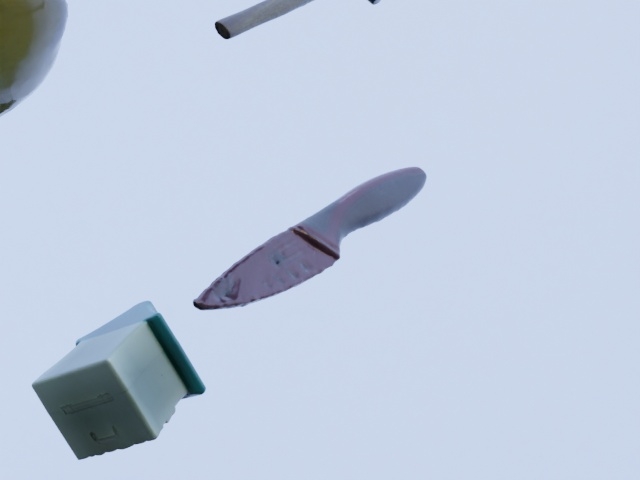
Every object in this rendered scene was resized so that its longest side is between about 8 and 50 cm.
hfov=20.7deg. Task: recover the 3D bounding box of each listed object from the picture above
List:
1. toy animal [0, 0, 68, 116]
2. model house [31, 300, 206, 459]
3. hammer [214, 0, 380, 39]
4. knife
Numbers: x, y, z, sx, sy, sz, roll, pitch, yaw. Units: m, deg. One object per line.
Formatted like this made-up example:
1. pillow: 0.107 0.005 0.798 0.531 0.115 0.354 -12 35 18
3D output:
1. toy animal: -0.290 -0.207 1.422 0.191 0.338 0.216 31 -14 3
2. model house: -0.194 0.136 1.778 0.127 0.149 0.100 -18 -70 38
3. hammer: -0.022 -0.184 1.322 0.062 0.182 0.017 43 -50 14
4. knife: 0.000 0.000 1.097 0.018 0.247 0.035 -38 -94 42
